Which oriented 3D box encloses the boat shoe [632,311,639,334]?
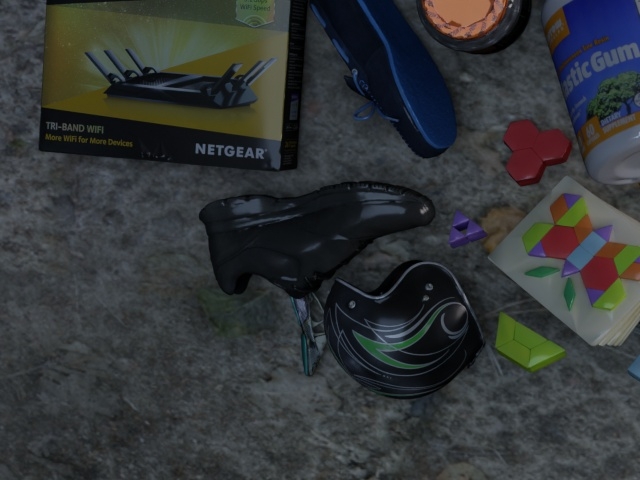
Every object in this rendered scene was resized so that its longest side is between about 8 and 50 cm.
[{"bbox_3d":[0.487,0.096,1.873,0.367,0.156,0.136,9,68,23],"label":"boat shoe"}]

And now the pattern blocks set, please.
[{"bbox_3d":[0.293,0.019,1.870,0.324,0.026,0.285,24,76,27],"label":"pattern blocks set"}]

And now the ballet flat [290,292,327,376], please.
[{"bbox_3d":[-0.010,0.106,2.030,0.041,0.041,0.114,-10,93,13],"label":"ballet flat"}]

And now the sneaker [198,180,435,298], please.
[{"bbox_3d":[0.000,0.000,1.982,0.286,0.109,0.130,-8,86,22],"label":"sneaker"}]

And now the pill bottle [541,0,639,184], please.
[{"bbox_3d":[0.328,-0.211,1.849,0.152,0.152,0.272,-19,70,13],"label":"pill bottle"}]

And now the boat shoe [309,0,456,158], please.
[{"bbox_3d":[0.074,-0.201,1.965,0.089,0.109,0.258,-39,66,35],"label":"boat shoe"}]

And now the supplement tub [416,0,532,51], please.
[{"bbox_3d":[0.171,-0.267,1.881,0.117,0.190,0.117,1,94,11],"label":"supplement tub"}]

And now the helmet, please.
[{"bbox_3d":[0.089,0.100,1.945,0.161,0.169,0.169,-29,88,-4],"label":"helmet"}]

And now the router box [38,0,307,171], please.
[{"bbox_3d":[-0.174,-0.214,2.010,0.308,0.081,0.243,5,96,15],"label":"router box"}]
